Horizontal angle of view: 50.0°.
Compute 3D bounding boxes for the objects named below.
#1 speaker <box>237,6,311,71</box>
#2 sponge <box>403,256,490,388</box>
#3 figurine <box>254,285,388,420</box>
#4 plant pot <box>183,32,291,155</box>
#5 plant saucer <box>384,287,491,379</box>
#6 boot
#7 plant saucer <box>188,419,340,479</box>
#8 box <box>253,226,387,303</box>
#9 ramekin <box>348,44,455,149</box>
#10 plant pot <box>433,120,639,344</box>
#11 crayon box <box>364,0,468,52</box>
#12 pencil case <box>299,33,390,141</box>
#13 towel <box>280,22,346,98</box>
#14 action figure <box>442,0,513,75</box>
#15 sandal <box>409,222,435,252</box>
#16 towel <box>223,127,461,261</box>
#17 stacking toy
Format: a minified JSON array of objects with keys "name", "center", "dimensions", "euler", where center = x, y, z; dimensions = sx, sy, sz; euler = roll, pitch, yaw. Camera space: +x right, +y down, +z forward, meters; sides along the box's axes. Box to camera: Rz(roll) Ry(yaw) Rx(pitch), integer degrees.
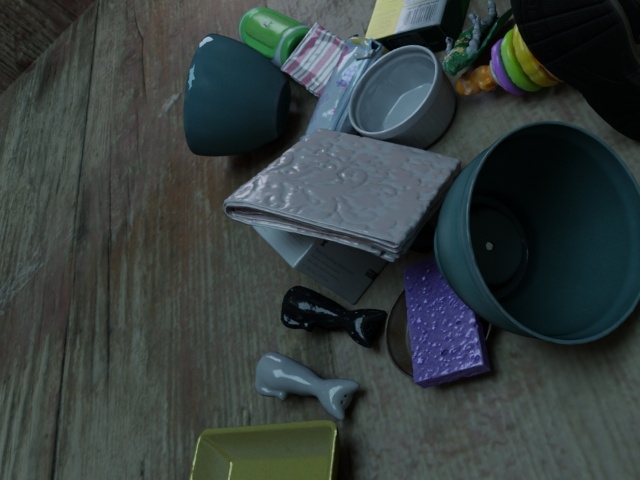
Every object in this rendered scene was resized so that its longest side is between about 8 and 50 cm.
[{"name":"speaker","center":[-0.107,-0.514,1.764],"dimensions":[0.131,0.131,0.296],"euler":[-52,41,4]},{"name":"sponge","center":[0.194,0.119,1.083],"dimensions":[0.117,0.031,0.210],"euler":[-25,49,30]},{"name":"figurine","center":[0.004,0.201,1.227],"dimensions":[0.209,0.092,0.215],"euler":[9,72,42]},{"name":"plant pot","center":[-0.181,-0.330,1.637],"dimensions":[0.195,0.290,0.290],"euler":[12,68,8]},{"name":"plant saucer","center":[0.196,0.139,1.119],"dimensions":[0.198,0.036,0.199],"euler":[-23,51,31]},{"name":"boot","center":[0.431,-0.353,0.980],"dimensions":[0.138,0.377,0.284],"euler":[-9,52,56]},{"name":"plant saucer","center":[-0.097,0.481,1.137],"dimensions":[0.332,0.081,0.333],"euler":[-15,54,36]},{"name":"box","center":[0.000,0.000,1.283],"dimensions":[0.119,0.181,0.182],"euler":[-53,41,4]},{"name":"ramekin","center":[0.169,-0.269,1.357],"dimensions":[0.207,0.109,0.207],"euler":[-24,50,32]},{"name":"plant pot","center":[0.283,-0.001,0.976],"dimensions":[0.293,0.293,0.196],"euler":[-68,16,-15]},{"name":"crayon box","center":[0.231,-0.556,1.506],"dimensions":[0.202,0.081,0.319],"euler":[0,65,43]},{"name":"pencil case","center":[0.057,-0.299,1.469],"dimensions":[0.273,0.113,0.124],"euler":[-64,21,-6]},{"name":"towel","center":[0.016,-0.406,1.589],"dimensions":[0.197,0.029,0.144],"euler":[39,93,21]},{"name":"action figure","center":[0.281,-0.376,1.295],"dimensions":[0.137,0.063,0.232],"euler":[-27,22,45]},{"name":"sandal","center":[0.128,-0.059,1.277],"dimensions":[0.054,0.097,0.254],"euler":[-64,33,32]},{"name":"towel","center":[0.050,-0.092,1.188],"dimensions":[0.316,0.053,0.332],"euler":[16,35,22]},{"name":"stacking toy","center":[0.359,-0.317,1.196],"dimensions":[0.301,0.166,0.175],"euler":[-21,34,47]}]
